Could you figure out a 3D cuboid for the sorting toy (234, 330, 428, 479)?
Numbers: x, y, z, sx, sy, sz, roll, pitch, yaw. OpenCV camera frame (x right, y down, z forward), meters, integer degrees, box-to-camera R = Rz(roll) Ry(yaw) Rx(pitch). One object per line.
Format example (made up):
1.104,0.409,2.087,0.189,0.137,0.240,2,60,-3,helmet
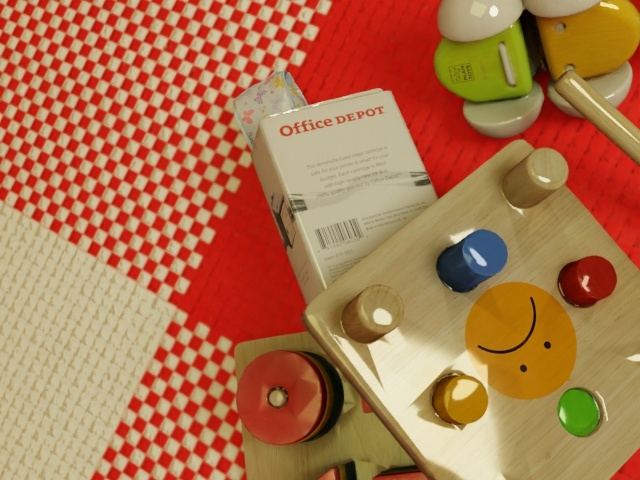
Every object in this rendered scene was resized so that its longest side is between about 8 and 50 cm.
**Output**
0.036,0.205,0.777,0.256,0.089,0.257,-11,78,18,sorting toy

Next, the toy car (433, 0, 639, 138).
0.195,-0.194,0.767,0.182,0.159,0.136,-12,43,19,toy car

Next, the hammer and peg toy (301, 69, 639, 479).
0.191,0.044,0.687,0.361,0.127,0.266,-38,85,-19,hammer and peg toy

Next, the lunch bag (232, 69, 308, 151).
-0.047,-0.130,0.882,0.071,0.053,0.083,-29,82,16,lunch bag

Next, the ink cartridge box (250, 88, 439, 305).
0.031,-0.032,0.791,0.140,0.082,0.190,-16,72,-17,ink cartridge box
